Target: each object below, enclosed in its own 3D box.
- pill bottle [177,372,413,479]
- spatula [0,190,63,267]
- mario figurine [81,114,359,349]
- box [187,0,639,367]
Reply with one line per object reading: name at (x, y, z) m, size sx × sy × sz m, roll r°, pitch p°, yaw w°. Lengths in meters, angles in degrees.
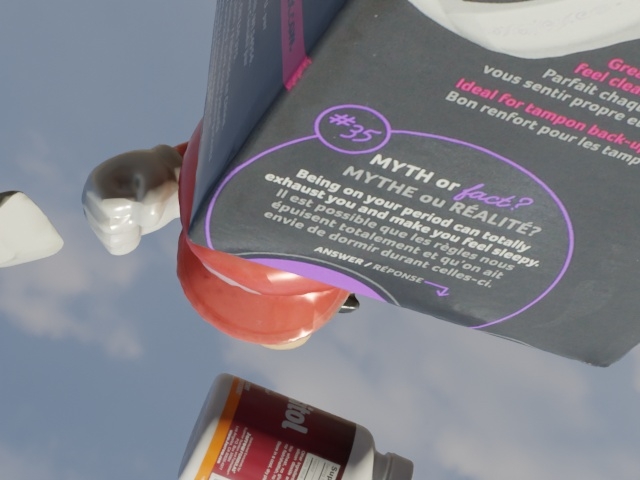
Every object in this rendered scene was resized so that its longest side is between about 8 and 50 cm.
pill bottle at (-0.016, 0.157, 1.194) m, size 0.152 × 0.086 × 0.086 m, roll 22°, pitch -147°, yaw -5°
spatula at (-0.231, -0.007, 0.781) m, size 0.242 × 0.168 × 0.019 m, roll 56°, pitch -160°, yaw -67°
mario figurine at (0.000, 0.000, 0.931) m, size 0.170 × 0.198 × 0.320 m, roll 68°, pitch -164°, yaw 2°
box at (0.086, -0.100, 0.492) m, size 0.165 × 0.270 × 0.143 m, roll 17°, pitch -126°, yaw -19°
